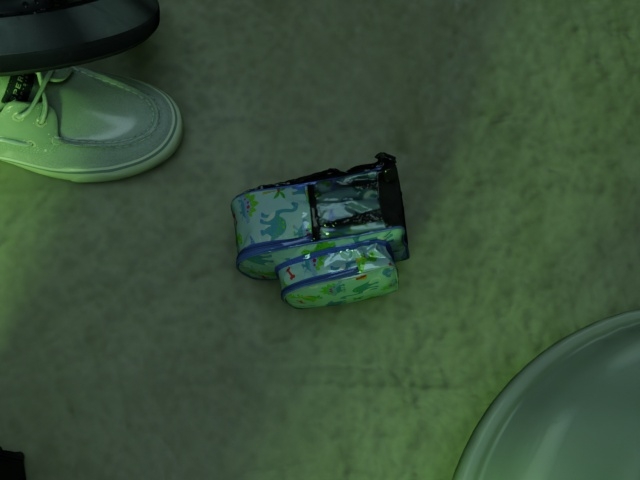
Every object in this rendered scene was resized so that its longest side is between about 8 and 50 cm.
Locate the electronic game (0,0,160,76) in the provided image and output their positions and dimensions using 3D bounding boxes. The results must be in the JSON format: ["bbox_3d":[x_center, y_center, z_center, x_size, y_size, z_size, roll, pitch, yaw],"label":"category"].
[{"bbox_3d":[-0.221,-0.147,0.771,0.229,0.229,0.048,0,115,1],"label":"electronic game"}]

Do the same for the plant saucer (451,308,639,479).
[{"bbox_3d":[0.270,0.203,0.673,0.401,0.100,0.400,4,61,-8],"label":"plant saucer"}]

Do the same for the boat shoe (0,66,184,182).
[{"bbox_3d":[-0.211,-0.093,0.812,0.228,0.081,0.079,7,77,3],"label":"boat shoe"}]

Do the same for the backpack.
[{"bbox_3d":[0.000,0.000,0.777,0.114,0.105,0.084,-7,76,4],"label":"backpack"}]

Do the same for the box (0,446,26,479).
[{"bbox_3d":[-0.204,0.254,0.622,0.073,0.293,0.295,-11,76,0],"label":"box"}]
